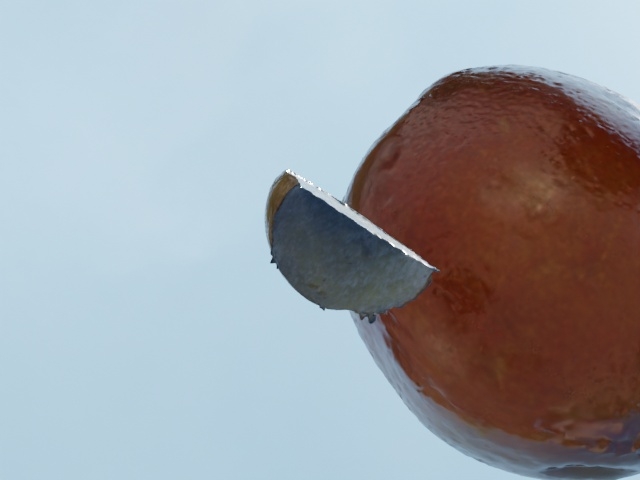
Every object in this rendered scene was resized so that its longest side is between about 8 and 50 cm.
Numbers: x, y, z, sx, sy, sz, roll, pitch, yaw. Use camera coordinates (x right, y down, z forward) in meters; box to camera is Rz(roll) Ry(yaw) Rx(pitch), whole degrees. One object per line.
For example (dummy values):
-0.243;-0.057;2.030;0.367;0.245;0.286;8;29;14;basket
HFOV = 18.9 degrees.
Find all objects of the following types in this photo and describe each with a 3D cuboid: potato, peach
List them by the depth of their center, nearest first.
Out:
0.000;0.001;0.726;0.037;0.093;0.036;-52;-133;7;potato
0.187;0.032;1.526;0.290;0.372;0.372;-54;-136;18;peach
